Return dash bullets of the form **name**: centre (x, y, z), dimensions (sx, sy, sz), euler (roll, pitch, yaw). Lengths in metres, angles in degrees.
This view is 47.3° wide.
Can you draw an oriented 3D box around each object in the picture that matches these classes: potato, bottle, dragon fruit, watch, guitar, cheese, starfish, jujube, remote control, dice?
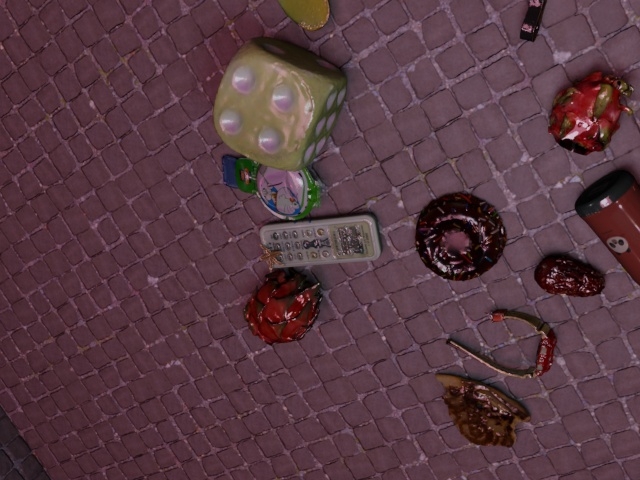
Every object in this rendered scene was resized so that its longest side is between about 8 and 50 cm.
- **potato**: centre (-0.045, -0.597, 1.767), dimensions (0.198, 0.054, 0.119), euler (43, 119, 6)
- **bottle**: centre (0.731, 0.010, 1.659), dimensions (0.144, 0.144, 0.336), euler (-36, 96, 28)
- **dragon fruit**: centre (0.591, -0.279, 1.593), dimensions (0.166, 0.160, 0.172), euler (47, 125, 48)
- **watch**: centre (0.471, 0.256, 1.889), dimensions (0.268, 0.102, 0.165), euler (23, 110, 21)
- **dragon fruit**: centre (-0.092, 0.181, 2.010), dimensions (0.274, 0.192, 0.193), euler (-26, 104, 24)
- **guitar**: centre (0.490, -0.565, 1.570), dimensions (0.038, 0.084, 0.271), euler (22, 110, 14)
- **cheese**: centre (-0.136, -0.155, 1.951), dimensions (0.320, 0.083, 0.204), euler (15, 123, 27)
- **starfish**: centre (-0.135, 0.041, 1.997), dimensions (0.092, 0.016, 0.086), euler (-22, 101, 38)
- **jujube**: centre (0.599, 0.092, 1.768), dimensions (0.166, 0.104, 0.104), euler (20, 116, -2)
- **remote control**: centre (0.000, 0.000, 1.973), dimensions (0.335, 0.065, 0.128), euler (-5, 106, 22)
- **dice**: centre (-0.096, -0.334, 1.772), dimensions (0.249, 0.254, 0.252), euler (29, 116, 8)

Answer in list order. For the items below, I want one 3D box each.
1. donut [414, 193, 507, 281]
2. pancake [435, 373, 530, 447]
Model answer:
- **donut**: centre (0.344, -0.003, 1.830), dimensions (0.235, 0.089, 0.235), euler (8, 112, 20)
- **pancake**: centre (0.451, 0.456, 1.986), dimensions (0.212, 0.056, 0.257), euler (-19, 110, 33)
